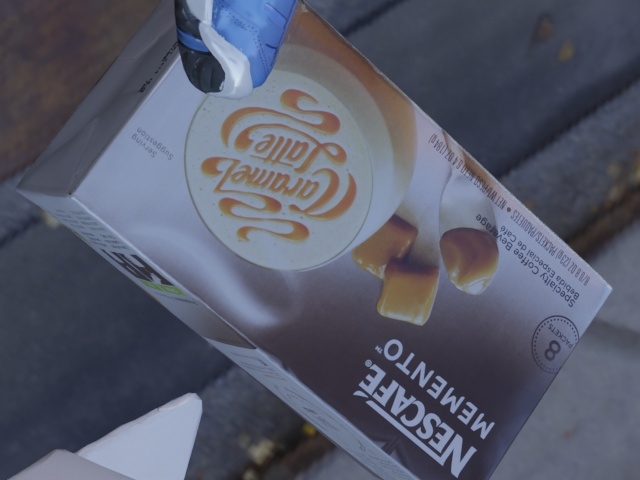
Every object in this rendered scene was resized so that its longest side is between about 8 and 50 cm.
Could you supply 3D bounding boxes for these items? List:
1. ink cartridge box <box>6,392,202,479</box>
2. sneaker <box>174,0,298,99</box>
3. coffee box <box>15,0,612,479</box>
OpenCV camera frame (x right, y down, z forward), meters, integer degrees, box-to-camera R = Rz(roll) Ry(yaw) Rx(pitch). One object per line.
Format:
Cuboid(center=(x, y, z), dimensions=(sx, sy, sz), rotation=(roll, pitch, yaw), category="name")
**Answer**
Cuboid(center=(-0.065, 0.174, 0.317), dimensions=(0.353, 0.119, 0.207), rotation=(-30, 137, -68), category="ink cartridge box")
Cuboid(center=(0.006, -0.141, 0.545), dimensions=(0.081, 0.080, 0.211), rotation=(16, 102, -8), category="sneaker")
Cuboid(center=(0.000, 0.000, 0.842), dimensions=(0.246, 0.098, 0.141), rotation=(42, 76, -21), category="coffee box")
